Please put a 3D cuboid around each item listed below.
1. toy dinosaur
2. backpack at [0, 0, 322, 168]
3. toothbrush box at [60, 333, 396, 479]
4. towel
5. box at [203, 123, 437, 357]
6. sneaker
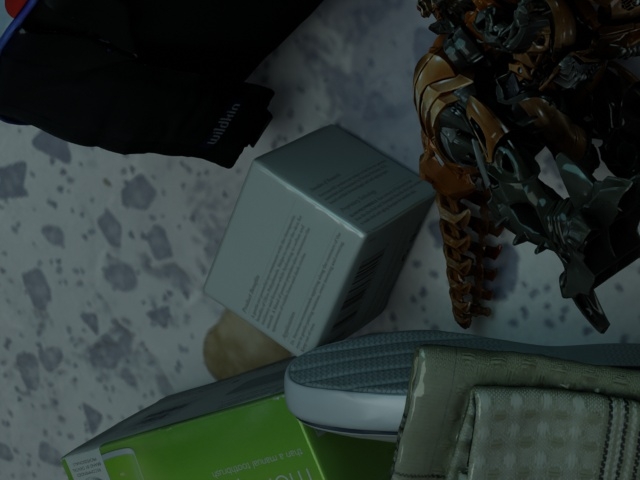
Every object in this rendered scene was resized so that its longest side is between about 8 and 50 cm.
[{"bbox_3d":[0.127,-0.077,0.856,0.218,0.164,0.322,44,162,30],"label":"toy dinosaur"},{"bbox_3d":[-0.097,-0.182,0.866,0.213,0.263,0.276,47,124,11],"label":"backpack"},{"bbox_3d":[-0.015,0.230,1.034,0.206,0.122,0.283,-18,96,35],"label":"toothbrush box"},{"bbox_3d":[0.174,0.221,0.866,0.324,0.056,0.312,9,112,-2],"label":"towel"},{"bbox_3d":[0.000,0.000,0.962,0.087,0.102,0.101,33,121,17],"label":"box"},{"bbox_3d":[0.106,0.110,0.897,0.258,0.094,0.091,3,111,7],"label":"sneaker"}]
